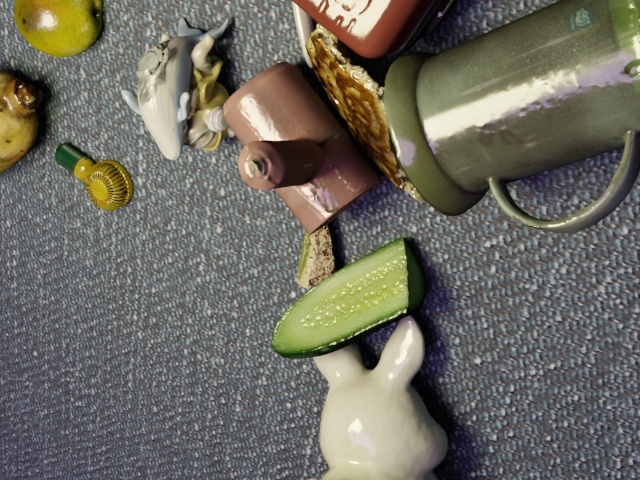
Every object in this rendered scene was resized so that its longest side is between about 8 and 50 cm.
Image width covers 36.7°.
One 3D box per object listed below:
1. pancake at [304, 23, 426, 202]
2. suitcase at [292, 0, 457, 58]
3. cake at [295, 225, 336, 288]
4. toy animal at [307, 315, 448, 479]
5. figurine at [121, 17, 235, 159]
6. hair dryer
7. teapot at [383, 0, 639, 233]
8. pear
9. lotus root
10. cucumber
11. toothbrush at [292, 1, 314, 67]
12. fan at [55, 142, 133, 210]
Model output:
[{"bbox_3d":[0.054,-0.176,1.232,0.212,0.056,0.257,51,172,36],"label":"pancake"},{"bbox_3d":[0.079,-0.376,1.089,0.236,0.161,0.297,42,128,10],"label":"suitcase"},{"bbox_3d":[0.000,0.000,1.402,0.051,0.055,0.140,-145,59,-62],"label":"cake"},{"bbox_3d":[0.062,0.288,1.370,0.196,0.241,0.367,-4,65,32],"label":"toy animal"},{"bbox_3d":[-0.185,-0.214,1.363,0.128,0.184,0.208,11,81,36],"label":"figurine"},{"bbox_3d":[-0.047,-0.117,1.191,0.125,0.352,0.210,-37,88,11],"label":"hair dryer"},{"bbox_3d":[0.260,-0.142,1.042,0.337,0.200,0.270,-19,64,36],"label":"teapot"},{"bbox_3d":[-0.404,-0.345,1.460,0.141,0.104,0.141,12,119,23],"label":"pear"},{"bbox_3d":[-0.560,-0.190,1.608,0.284,0.146,0.160,-24,116,35],"label":"lotus root"},{"bbox_3d":[0.038,0.100,1.366,0.244,0.063,0.115,-26,53,24],"label":"cucumber"},{"bbox_3d":[-0.041,-0.376,1.256,0.029,0.025,0.307,6,115,40],"label":"toothbrush"},{"bbox_3d":[-0.380,-0.108,1.596,0.155,0.039,0.082,34,127,16],"label":"fan"}]
